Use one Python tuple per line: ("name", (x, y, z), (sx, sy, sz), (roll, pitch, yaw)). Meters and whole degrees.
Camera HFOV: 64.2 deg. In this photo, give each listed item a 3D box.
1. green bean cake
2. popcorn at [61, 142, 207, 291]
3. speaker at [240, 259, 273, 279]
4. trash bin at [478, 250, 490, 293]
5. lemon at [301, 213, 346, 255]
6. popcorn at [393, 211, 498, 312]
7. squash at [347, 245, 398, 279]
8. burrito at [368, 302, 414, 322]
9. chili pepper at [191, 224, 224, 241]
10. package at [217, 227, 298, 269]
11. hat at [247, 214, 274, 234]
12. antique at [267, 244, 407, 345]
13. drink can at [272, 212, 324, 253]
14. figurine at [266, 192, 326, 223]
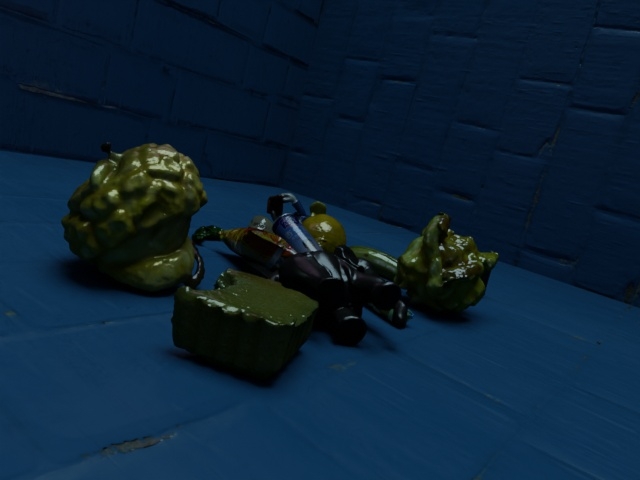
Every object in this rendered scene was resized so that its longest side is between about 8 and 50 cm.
("green bean cake", (-0.140, 0.152, 0.964), (0.233, 0.124, 0.236), (18, 11, 13))
("popcorn", (-0.409, -0.043, 1.211), (0.382, 0.349, 0.349), (52, 4, -11))
("speaker", (-0.160, 0.104, 1.433), (0.046, 0.040, 0.191), (8, 12, -38))
("trash bin", (0.542, 0.118, 2.014), (0.225, 0.165, 0.115), (8, 12, -19))
("lemon", (0.000, 0.000, 1.810), (0.188, 0.188, 0.257), (15, 17, 0))
("popcorn", (0.389, 0.083, 1.651), (0.321, 0.290, 0.326), (27, 24, -38))
("squash", (0.193, 0.073, 1.966), (0.341, 0.094, 0.094), (19, 11, 27))
("burrito", (0.180, 0.175, 1.485), (0.104, 0.054, 0.288), (8, 12, -32))
("chili pepper", (-0.397, -0.023, 1.771), (0.073, 0.050, 0.182), (23, 14, 10))
("package", (-0.195, 0.025, 1.597), (0.223, 0.108, 0.288), (26, -11, -25))
("hat", (-0.248, -0.051, 2.034), (0.147, 0.085, 0.175), (19, 10, 17))
("antique", (0.032, 0.118, 1.225), (0.322, 0.185, 0.255), (8, 13, -15))
("drink can", (-0.061, 0.019, 1.663), (0.097, 0.097, 0.235), (4, 37, -47))
("figurine", (-0.093, -0.093, 2.148), (0.283, 0.204, 0.338), (44, 10, -21))
